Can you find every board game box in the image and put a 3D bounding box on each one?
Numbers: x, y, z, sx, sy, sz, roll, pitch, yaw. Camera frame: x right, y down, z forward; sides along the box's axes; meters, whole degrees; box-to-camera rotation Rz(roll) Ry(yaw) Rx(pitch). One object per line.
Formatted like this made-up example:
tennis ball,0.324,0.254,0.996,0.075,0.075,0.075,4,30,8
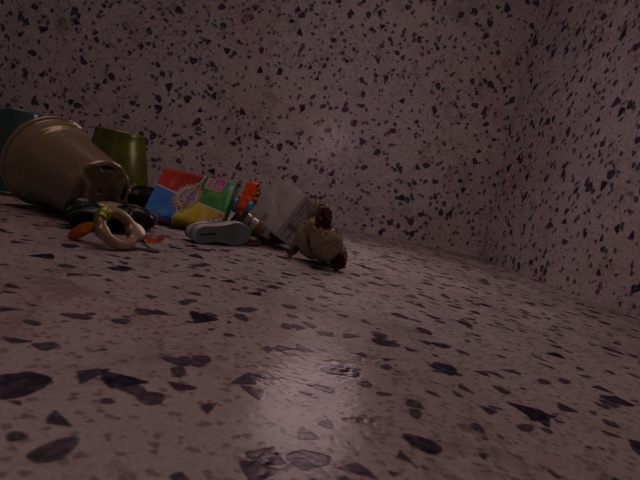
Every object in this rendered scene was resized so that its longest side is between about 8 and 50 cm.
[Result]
board game box,-0.525,-0.159,1.945,0.316,0.242,0.064,11,-33,3

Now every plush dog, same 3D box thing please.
plush dog,0.000,0.000,1.697,0.210,0.263,0.225,-27,11,-21

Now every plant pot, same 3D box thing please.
plant pot,-0.843,-0.218,1.630,0.305,0.334,0.333,28,12,25
plant pot,-1.255,-0.365,1.915,0.340,0.335,0.341,12,7,-1
plant pot,-1.030,-0.376,2.388,0.366,0.353,0.366,11,6,-1

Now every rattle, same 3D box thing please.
rattle,-0.551,0.000,1.301,0.199,0.142,0.130,30,21,-55

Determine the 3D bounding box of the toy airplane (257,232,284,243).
toy airplane,-0.214,-0.004,2.042,0.151,0.028,0.151,15,13,-4

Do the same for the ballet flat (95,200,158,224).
ballet flat,-0.661,-0.080,1.600,0.086,0.086,0.248,16,8,38

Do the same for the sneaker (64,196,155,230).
sneaker,-0.655,-0.060,1.489,0.267,0.101,0.106,7,27,-28

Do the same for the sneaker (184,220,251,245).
sneaker,-0.367,-0.037,1.715,0.091,0.094,0.258,22,12,40

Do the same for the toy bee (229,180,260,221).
toy bee,-0.372,-0.131,2.259,0.195,0.298,0.162,34,-25,23

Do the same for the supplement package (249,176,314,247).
supplement package,-0.140,-0.113,1.995,0.145,0.204,0.262,40,-2,-38

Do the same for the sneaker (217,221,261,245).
sneaker,-0.315,-0.025,1.822,0.188,0.071,0.066,9,6,-21

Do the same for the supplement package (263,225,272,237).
supplement package,-0.132,-0.069,2.247,0.194,0.149,0.203,16,8,38

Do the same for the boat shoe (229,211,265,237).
boat shoe,-0.321,-0.051,1.984,0.103,0.113,0.302,39,-12,-21

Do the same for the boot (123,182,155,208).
boot,-0.741,-0.182,2.208,0.284,0.138,0.377,10,7,2
